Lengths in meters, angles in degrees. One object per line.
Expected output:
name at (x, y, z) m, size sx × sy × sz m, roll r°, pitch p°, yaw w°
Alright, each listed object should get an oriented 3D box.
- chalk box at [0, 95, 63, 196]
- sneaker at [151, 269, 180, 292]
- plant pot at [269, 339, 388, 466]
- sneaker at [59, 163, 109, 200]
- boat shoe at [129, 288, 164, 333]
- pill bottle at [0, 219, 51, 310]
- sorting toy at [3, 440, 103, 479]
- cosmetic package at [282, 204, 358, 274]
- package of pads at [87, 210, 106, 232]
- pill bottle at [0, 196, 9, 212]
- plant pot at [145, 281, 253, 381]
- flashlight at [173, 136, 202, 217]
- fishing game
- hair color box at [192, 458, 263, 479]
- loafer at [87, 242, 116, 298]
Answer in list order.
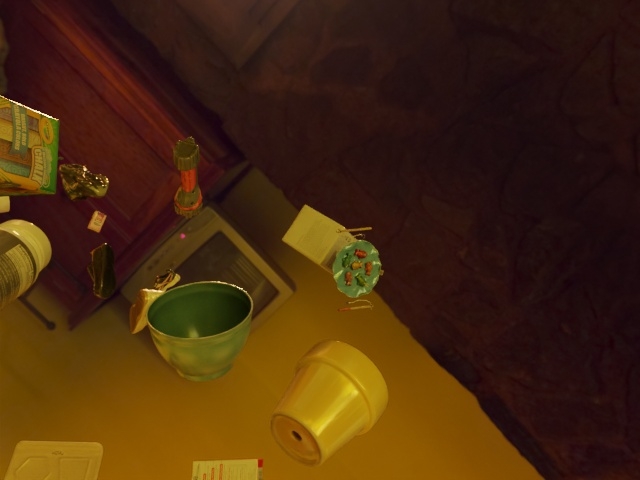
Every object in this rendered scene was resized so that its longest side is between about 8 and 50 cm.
chalk box at (-0.516, -0.143, 0.812) m, size 0.132 × 0.132 × 0.213 m, roll -2°, pitch 173°, yaw 15°
sneaker at (-0.731, 0.198, 2.309) m, size 0.178 × 0.077 × 0.072 m, roll -43°, pitch -155°, yaw -8°
plant pot at (0.006, 0.422, 1.284) m, size 0.239 × 0.254 × 0.254 m, roll -36°, pitch 180°, yaw -44°
sneaker at (-0.786, -0.178, 1.694) m, size 0.101 × 0.267 × 0.106 m, roll -7°, pitch 115°, yaw -45°
boat shoe at (-0.642, 0.268, 1.883) m, size 0.096 × 0.098 × 0.277 m, roll -1°, pitch 150°, yaw -35°
pill bottle at (-0.880, 0.085, 1.326) m, size 0.204 × 0.204 × 0.361 m, roll -41°, pitch -165°, yaw 16°
sorting toy at (-0.603, 0.557, 1.122) m, size 0.038 × 0.193 × 0.208 m, roll 107°, pitch -15°, yaw -49°
cosmetic package at (0.000, 0.000, 1.755) m, size 0.151 × 0.183 × 0.151 m, roll -56°, pitch 151°, yaw -3°
package of pads at (-0.966, -0.080, 2.192) m, size 0.032 × 0.050 × 0.083 m, roll -16°, pitch -127°, yaw 49°
pill bottle at (-1.053, -0.121, 1.505) m, size 0.208 × 0.119 × 0.119 m, roll -12°, pitch 165°, yaw -40°
plant pot at (-0.339, 0.275, 1.458) m, size 0.293 × 0.293 × 0.196 m, roll -54°, pitch 150°, yaw -61°
flashlight at (-0.448, -0.198, 1.699) m, size 0.103 × 0.103 × 0.304 m, roll -26°, pitch 157°, yaw -24°
fishing game at (0.123, 0.091, 1.585) m, size 0.189 × 0.264 × 0.041 m, roll -1°, pitch -176°, yaw -33°
hair color box at (-0.225, 0.582, 1.230) m, size 0.167 × 0.093 × 0.053 m, roll -5°, pitch 156°, yaw 9°
loafer at (-0.767, 0.114, 1.768) m, size 0.078 × 0.080 × 0.220 m, roll -18°, pitch -128°, yaw 4°
